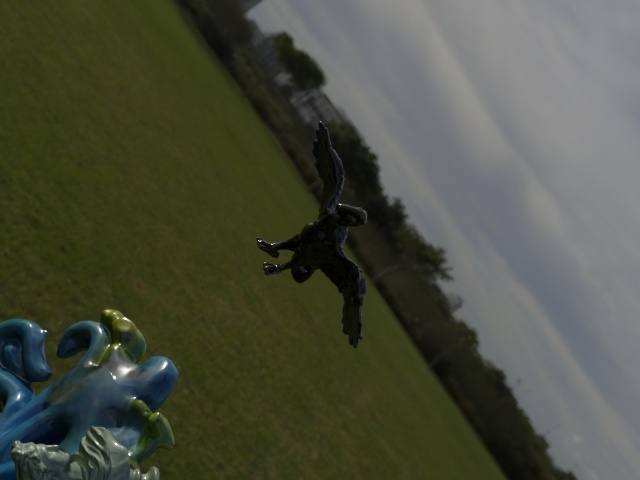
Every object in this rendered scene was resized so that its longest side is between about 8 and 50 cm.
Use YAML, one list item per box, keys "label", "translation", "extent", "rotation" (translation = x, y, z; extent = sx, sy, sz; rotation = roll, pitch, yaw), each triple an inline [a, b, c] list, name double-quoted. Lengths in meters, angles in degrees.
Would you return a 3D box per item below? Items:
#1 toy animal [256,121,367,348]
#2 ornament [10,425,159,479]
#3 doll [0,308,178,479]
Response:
- label: "toy animal"
  translation: [0.000, 0.000, 0.767]
  extent: [0.062, 0.108, 0.220]
  rotation: [26, 43, -46]
- label: "ornament"
  translation: [-0.157, 0.158, 0.595]
  extent: [0.041, 0.092, 0.068]
  rotation: [-40, -117, 56]
- label: "doll"
  translation: [-0.268, 0.209, 0.767]
  extent: [0.346, 0.341, 0.099]
  rotation: [46, -18, 46]
